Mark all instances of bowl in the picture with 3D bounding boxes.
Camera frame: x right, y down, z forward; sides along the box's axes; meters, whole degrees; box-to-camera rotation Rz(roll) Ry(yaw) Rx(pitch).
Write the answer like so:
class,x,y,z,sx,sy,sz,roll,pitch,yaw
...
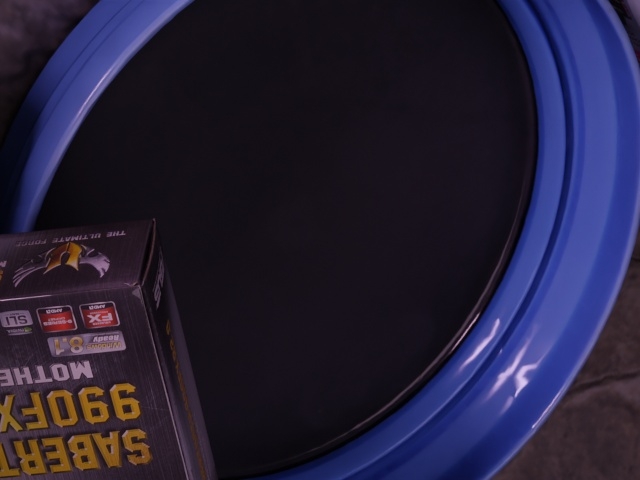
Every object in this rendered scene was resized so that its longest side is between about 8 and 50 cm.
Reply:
class,x,y,z,sx,sy,sz,roll,pitch,yaw
bowl,0.000,0.000,0.997,0.391,0.077,0.391,-16,123,-27

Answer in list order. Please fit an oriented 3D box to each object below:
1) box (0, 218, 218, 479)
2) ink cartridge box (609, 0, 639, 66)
class,x,y,z,sx,sy,sz,roll,pitch,yaw
box,-0.172,0.088,0.864,0.231,0.056,0.183,-5,123,7
ink cartridge box,0.205,-0.226,1.025,0.186,0.065,0.311,-42,129,-8
